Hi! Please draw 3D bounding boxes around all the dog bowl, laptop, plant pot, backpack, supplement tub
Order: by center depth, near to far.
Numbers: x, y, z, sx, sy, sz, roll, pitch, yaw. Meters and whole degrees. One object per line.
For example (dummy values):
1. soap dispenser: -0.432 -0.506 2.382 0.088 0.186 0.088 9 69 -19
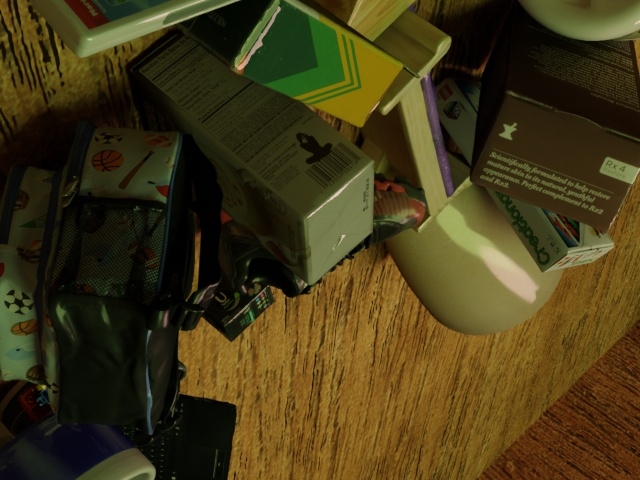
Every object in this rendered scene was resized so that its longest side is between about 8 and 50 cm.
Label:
1. backpack: -0.203 0.023 1.206 0.276 0.213 0.263 111 -8 -54
2. dog bowl: -0.307 0.299 1.347 0.265 0.104 0.265 -43 168 -11
3. laptop: -0.256 0.304 1.627 0.234 0.264 0.136 101 -1 -47
4. supplement tub: 0.386 -0.378 1.643 0.235 0.235 0.325 -60 164 20
5. plant pot: 0.193 -0.024 1.870 0.256 0.256 0.274 -52 140 2

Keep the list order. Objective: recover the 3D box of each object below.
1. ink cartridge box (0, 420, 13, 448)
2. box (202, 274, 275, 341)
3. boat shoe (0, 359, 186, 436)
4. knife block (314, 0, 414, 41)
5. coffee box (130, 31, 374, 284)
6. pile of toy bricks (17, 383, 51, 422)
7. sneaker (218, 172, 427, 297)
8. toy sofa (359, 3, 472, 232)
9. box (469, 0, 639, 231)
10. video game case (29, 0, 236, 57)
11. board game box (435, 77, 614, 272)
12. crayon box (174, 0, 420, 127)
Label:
1. ink cartridge box: -0.435 0.242 1.290 0.148 0.086 0.203 -58 155 17
2. box: -0.112 0.078 1.653 0.083 0.062 0.052 -44 154 -17
3. boat shoe: -0.268 0.181 1.504 0.254 0.079 0.095 -18 142 -50
4. knife block: 0.092 -0.325 1.411 0.242 0.088 0.275 -15 137 -52
5. coffee box: -0.066 -0.089 1.267 0.098 0.246 0.141 -41 157 -20
6. pile of toy bricks: -0.280 0.110 1.389 0.105 0.118 0.212 -26 -168 45
7. sneaker: 0.000 0.000 1.516 0.276 0.135 0.097 -9 150 -5
8. toy sofa: 0.108 -0.177 1.575 0.177 0.150 0.362 -46 155 -10
9. box: 0.317 -0.179 1.677 0.381 0.191 0.143 -70 -179 -62
10. video game case: -0.132 -0.259 0.977 0.285 0.204 0.025 -29 163 -40
11. board game box: 0.290 -0.098 1.818 0.053 0.305 0.193 -40 162 28
12. crayon box: -0.052 -0.208 1.187 0.081 0.202 0.318 -56 155 11
